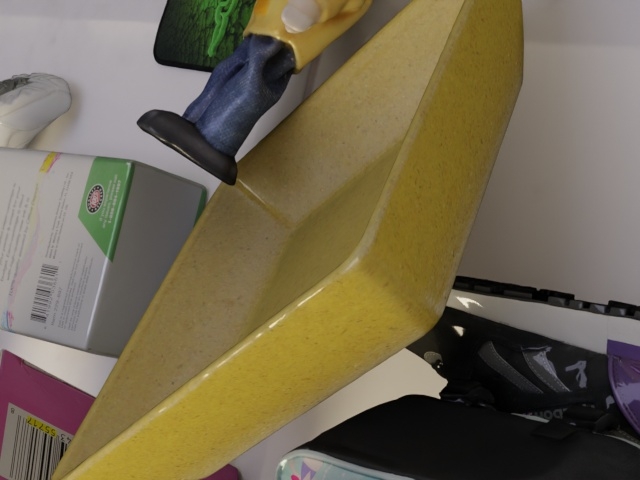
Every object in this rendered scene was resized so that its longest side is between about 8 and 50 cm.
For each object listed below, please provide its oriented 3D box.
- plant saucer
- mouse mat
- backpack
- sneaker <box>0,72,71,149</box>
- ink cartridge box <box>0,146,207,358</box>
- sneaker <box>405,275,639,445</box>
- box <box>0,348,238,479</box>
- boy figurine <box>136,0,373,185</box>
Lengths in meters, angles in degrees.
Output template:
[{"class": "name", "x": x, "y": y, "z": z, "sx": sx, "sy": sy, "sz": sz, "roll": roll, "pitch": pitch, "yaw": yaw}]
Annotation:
[{"class": "plant saucer", "x": 0.000, "y": 0.000, "z": 0.849, "sx": 0.333, "sy": 0.081, "sz": 0.333, "roll": -39, "pitch": 18, "yaw": 42}, {"class": "mouse mat", "x": -0.071, "y": -0.231, "z": 1.134, "sx": 0.153, "sy": 0.007, "sz": 0.189, "roll": 14, "pitch": 88, "yaw": 43}, {"class": "backpack", "x": 0.082, "y": 0.231, "z": 0.729, "sx": 0.225, "sy": 0.191, "sz": 0.253, "roll": 5, "pitch": 115, "yaw": 48}, {"class": "sneaker", "x": -0.318, "y": -0.070, "z": 1.270, "sx": 0.232, "sy": 0.115, "sz": 0.090, "roll": -28, "pitch": 21, "yaw": 12}, {"class": "ink cartridge box", "x": -0.210, "y": 0.009, "z": 1.137, "sx": 0.212, "sy": 0.093, "sz": 0.154, "roll": 8, "pitch": 84, "yaw": 42}, {"class": "sneaker", "x": 0.128, "y": 0.091, "z": 0.806, "sx": 0.283, "sy": 0.107, "sz": 0.124, "roll": 10, "pitch": 92, "yaw": 43}, {"class": "box", "x": -0.216, "y": 0.227, "z": 0.985, "sx": 0.243, "sy": 0.213, "sz": 0.117, "roll": -39, "pitch": 34, "yaw": 28}, {"class": "boy figurine", "x": -0.019, "y": -0.175, "z": 0.984, "sx": 0.285, "sy": 0.092, "sz": 0.177, "roll": -57, "pitch": 12, "yaw": 3}]
